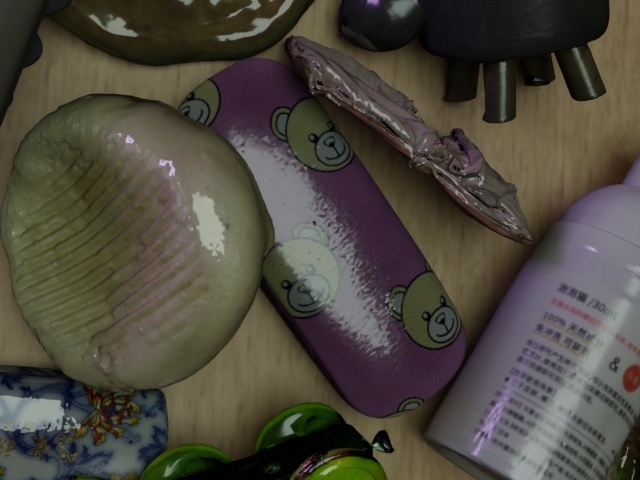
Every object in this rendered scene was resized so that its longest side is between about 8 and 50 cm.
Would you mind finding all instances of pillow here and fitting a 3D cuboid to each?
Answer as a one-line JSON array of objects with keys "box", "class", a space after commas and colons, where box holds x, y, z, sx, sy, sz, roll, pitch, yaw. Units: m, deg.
[{"box": [0.075, -0.086, 0.914, 0.248, 0.135, 0.049, 35, 103, -12], "class": "pillow"}]

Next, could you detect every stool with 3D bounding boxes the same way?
[{"box": [0.139, -0.185, 0.945, 0.153, 0.228, 0.139, -42, 129, -54], "class": "stool"}]

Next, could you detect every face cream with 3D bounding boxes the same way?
[{"box": [0.241, 0.047, 0.955, 0.145, 0.145, 0.370, 36, 77, -12], "class": "face cream"}]

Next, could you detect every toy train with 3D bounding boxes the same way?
[{"box": [-0.079, 0.230, 0.851, 0.296, 0.100, 0.160, -16, 121, -15], "class": "toy train"}]

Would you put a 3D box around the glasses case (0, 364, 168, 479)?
[{"box": [-0.238, 0.139, 0.846, 0.248, 0.065, 0.087, 4, 93, -18], "class": "glasses case"}]

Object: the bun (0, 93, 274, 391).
[{"box": [-0.126, -0.005, 0.825, 0.133, 0.231, 0.231, -19, 94, -54], "class": "bun"}]

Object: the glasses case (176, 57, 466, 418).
[{"box": [0.000, 0.000, 0.916, 0.123, 0.076, 0.316, -36, 96, -14], "class": "glasses case"}]

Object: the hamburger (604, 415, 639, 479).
[{"box": [0.351, 0.223, 0.982, 0.243, 0.146, 0.286, 31, 73, -20], "class": "hamburger"}]

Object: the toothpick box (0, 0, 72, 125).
[{"box": [-0.280, -0.170, 0.748, 0.229, 0.229, 0.316, 23, 93, -14], "class": "toothpick box"}]

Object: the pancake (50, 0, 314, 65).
[{"box": [-0.108, -0.281, 0.895, 0.294, 0.049, 0.294, -2, 96, -24], "class": "pancake"}]
